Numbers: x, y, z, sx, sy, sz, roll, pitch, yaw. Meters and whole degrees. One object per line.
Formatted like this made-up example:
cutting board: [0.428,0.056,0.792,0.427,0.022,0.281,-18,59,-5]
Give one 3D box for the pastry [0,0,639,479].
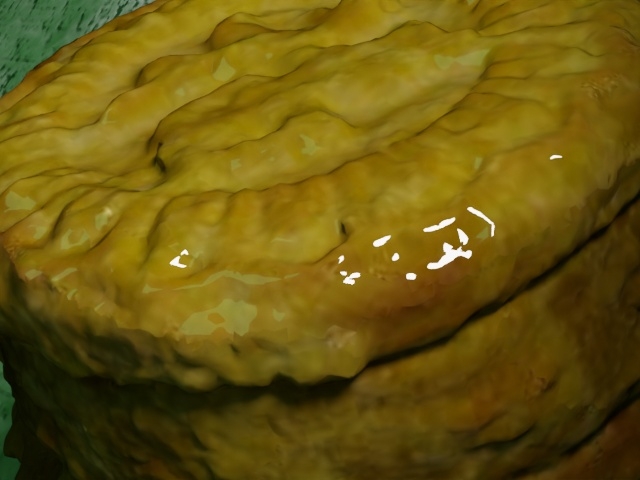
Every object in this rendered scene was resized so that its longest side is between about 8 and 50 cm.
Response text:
pastry: [0.000,0.000,0.446,0.188,0.103,0.189,-13,30,8]
